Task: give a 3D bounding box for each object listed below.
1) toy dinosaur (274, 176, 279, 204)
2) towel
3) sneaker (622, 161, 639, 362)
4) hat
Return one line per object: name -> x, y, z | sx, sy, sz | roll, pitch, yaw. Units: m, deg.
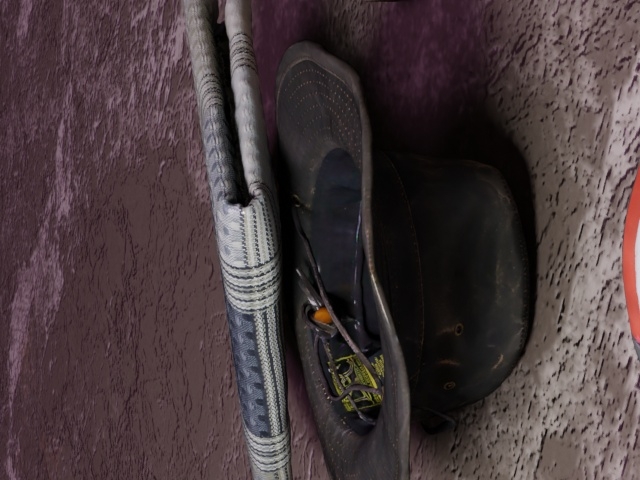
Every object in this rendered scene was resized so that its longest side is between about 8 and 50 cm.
toy dinosaur -> 0.000, 0.000, 1.343 | 0.211, 0.064, 0.112 | -59, 42, 48
towel -> -0.056, -0.010, 1.346 | 0.324, 0.056, 0.312 | -103, 6, -49
sneaker -> 0.227, -0.031, 0.848 | 0.145, 0.090, 0.270 | -169, 82, -66
hat -> 0.062, 0.028, 1.141 | 0.331, 0.134, 0.331 | 173, 90, -79
